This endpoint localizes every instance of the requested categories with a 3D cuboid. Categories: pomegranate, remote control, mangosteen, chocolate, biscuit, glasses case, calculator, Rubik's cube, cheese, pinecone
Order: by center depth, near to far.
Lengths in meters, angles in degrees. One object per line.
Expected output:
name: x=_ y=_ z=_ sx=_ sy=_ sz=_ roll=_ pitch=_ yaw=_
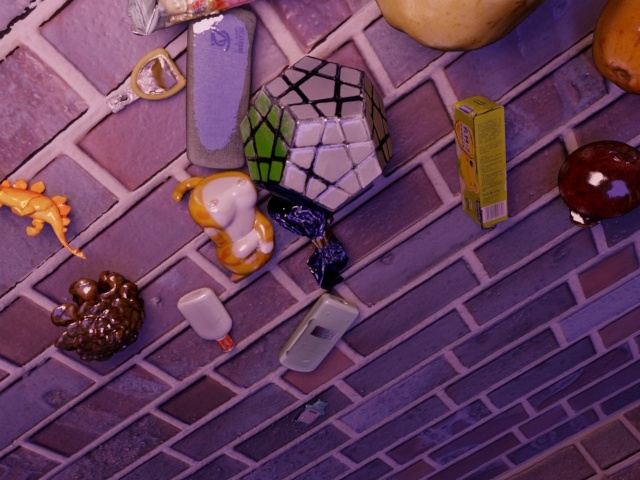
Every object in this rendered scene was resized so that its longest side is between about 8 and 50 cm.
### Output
pomegranate: x=0.236 y=-0.494 z=0.692 sx=0.332 sy=0.333 sz=0.333 roll=-6 pitch=122 yaw=-10
biscuit: x=-0.188 y=-0.460 z=0.713 sx=0.309 sy=0.186 sz=0.079 roll=-17 pitch=160 yaw=-5
cheese: x=-0.360 y=-0.312 z=0.837 sx=0.162 sy=0.036 sz=0.086 roll=-29 pitch=122 yaw=5
Rubik's cube: x=-0.005 y=-0.205 z=0.852 sx=0.319 sy=0.319 sz=0.264 roll=22 pitch=88 yaw=-25
glasses case: x=-0.209 y=-0.307 z=0.854 sx=0.131 sy=0.074 sz=0.323 roll=2 pitch=121 yaw=-16
pomegranate: x=0.739 y=-0.454 z=0.898 sx=0.264 sy=0.264 sz=0.264 roll=-6 pitch=122 yaw=-10
pinecone: x=-0.533 y=0.180 z=1.004 sx=0.202 sy=0.201 sz=0.229 roll=-3 pitch=125 yaw=-17
chocolate: x=0.000 y=0.002 z=1.078 sx=0.148 sy=0.126 sz=0.343 roll=-55 pitch=132 yaw=-28
mangosteen: x=0.749 y=-0.140 z=1.123 sx=0.215 sy=0.215 sz=0.258 roll=-11 pitch=142 yaw=-7
remote control: x=-0.009 y=0.295 z=1.288 sx=0.140 sy=0.056 sz=0.296 roll=24 pitch=114 yaw=-24
calculator: x=-0.031 y=0.627 z=1.512 sx=0.094 sy=0.019 sz=0.141 roll=32 pitch=110 yaw=-25

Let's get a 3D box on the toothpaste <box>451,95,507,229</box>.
toothpaste: x=0.408 y=-0.191 z=1.053 sx=0.077 sy=0.110 sz=0.328 roll=-19 pitch=124 yaw=1

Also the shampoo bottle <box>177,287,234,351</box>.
shampoo bottle: x=-0.309 y=0.232 z=1.178 sx=0.108 sy=0.051 sz=0.221 roll=-23 pitch=123 yaw=-1

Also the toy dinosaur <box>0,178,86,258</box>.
toy dinosaur: x=-0.603 y=-0.071 z=0.883 sx=0.288 sy=0.117 sz=0.070 roll=35 pitch=122 yaw=-13

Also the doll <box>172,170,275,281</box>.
doll: x=-0.201 y=-0.033 z=0.978 sx=0.166 sy=0.162 sz=0.270 roll=-37 pitch=121 yaw=-22
